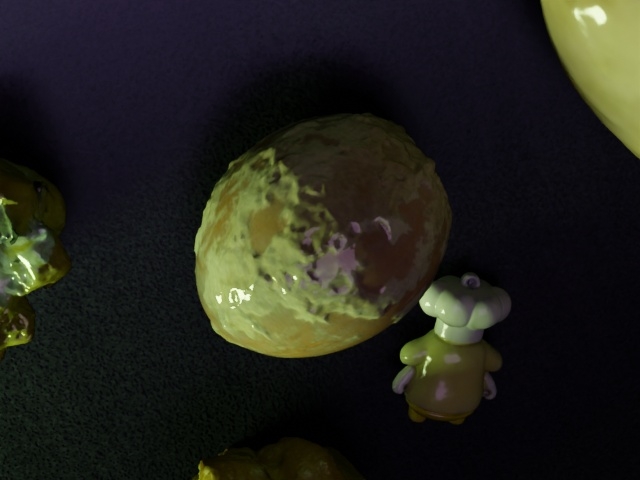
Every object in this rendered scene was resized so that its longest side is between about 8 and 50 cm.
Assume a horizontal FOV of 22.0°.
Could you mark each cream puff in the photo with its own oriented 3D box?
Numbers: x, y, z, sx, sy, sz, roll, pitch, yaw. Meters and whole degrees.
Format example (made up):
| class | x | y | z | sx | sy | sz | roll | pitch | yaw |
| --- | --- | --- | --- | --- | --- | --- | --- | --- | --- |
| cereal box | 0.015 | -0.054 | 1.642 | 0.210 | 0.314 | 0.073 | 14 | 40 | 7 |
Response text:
| class | x | y | z | sx | sy | sz | roll | pitch | yaw |
| --- | --- | --- | --- | --- | --- | --- | --- | --- | --- |
| cream puff | -0.314 | 0.024 | 1.422 | 0.221 | 0.195 | 0.195 | -42 | 116 | 0 |
| cream puff | -0.051 | 0.292 | 1.572 | 0.244 | 0.244 | 0.196 | -16 | 87 | 0 |

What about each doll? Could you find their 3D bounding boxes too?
| class | x | y | z | sx | sy | sz | roll | pitch | yaw |
| --- | --- | --- | --- | --- | --- | --- | --- | --- | --- |
| doll | 0.128 | 0.104 | 1.579 | 0.106 | 0.062 | 0.163 | 5 | 117 | -16 |

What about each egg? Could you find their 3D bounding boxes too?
| class | x | y | z | sx | sy | sz | roll | pitch | yaw |
| --- | --- | --- | --- | --- | --- | --- | --- | --- | --- |
| egg | 0.000 | 0.000 | 1.429 | 0.245 | 0.203 | 0.203 | -39 | 116 | 11 |

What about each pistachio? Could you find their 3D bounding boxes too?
| class | x | y | z | sx | sy | sz | roll | pitch | yaw |
| --- | --- | --- | --- | --- | --- | --- | --- | --- | --- |
| pistachio | 0.306 | -0.183 | 1.366 | 0.230 | 0.230 | 0.309 | -31 | 121 | 8 |
